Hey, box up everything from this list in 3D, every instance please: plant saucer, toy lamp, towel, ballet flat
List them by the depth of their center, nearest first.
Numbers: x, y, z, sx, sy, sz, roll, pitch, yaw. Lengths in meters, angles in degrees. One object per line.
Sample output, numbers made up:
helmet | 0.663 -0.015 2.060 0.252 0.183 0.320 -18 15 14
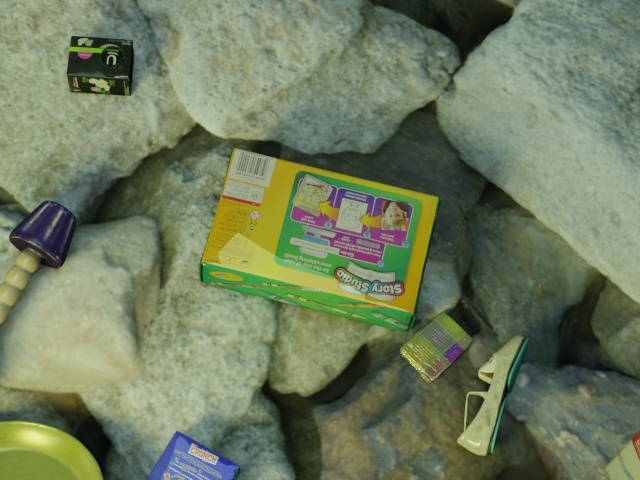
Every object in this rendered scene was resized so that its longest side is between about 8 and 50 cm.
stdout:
plant saucer | -0.369 0.317 1.643 0.240 0.037 0.241 0 46 0
toy lamp | -0.391 0.075 1.751 0.080 0.080 0.275 26 72 6
ballet flat | 0.213 0.185 1.761 0.052 0.057 0.168 17 68 13
towel | 0.147 0.135 1.798 0.083 0.009 0.060 -42 76 -18

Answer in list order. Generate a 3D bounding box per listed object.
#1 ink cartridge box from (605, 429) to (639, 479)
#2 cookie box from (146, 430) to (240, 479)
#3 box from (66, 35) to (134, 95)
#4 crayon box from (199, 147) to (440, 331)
ink cartridge box | 0.436 0.283 1.673 0.128 0.176 0.127 -18 69 -11
cookie box | -0.161 0.299 1.697 0.091 0.040 0.107 29 70 7
box | -0.293 -0.233 1.887 0.083 0.052 0.062 3 68 -4
crayon box | 0.000 0.000 1.802 0.278 0.081 0.165 14 69 1
